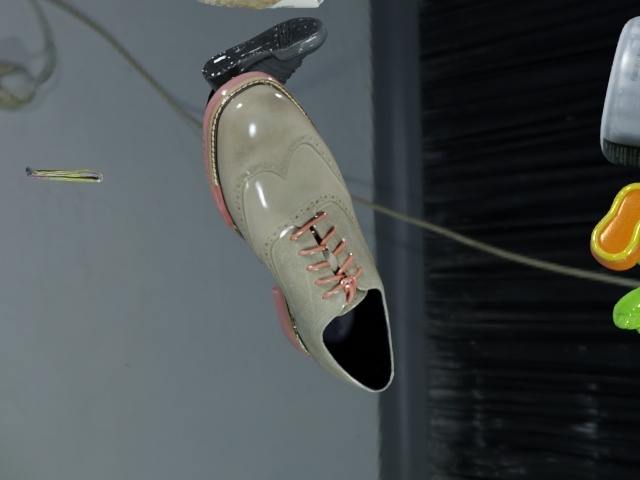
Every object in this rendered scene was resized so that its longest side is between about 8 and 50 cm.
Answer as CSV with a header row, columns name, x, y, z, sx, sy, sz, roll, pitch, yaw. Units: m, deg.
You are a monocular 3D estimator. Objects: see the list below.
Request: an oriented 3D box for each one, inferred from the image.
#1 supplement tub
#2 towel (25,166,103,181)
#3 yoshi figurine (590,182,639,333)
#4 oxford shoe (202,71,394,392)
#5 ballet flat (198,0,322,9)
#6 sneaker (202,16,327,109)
name,x,y,z,sx,sy,sz,roll,pitch,yaw
supplement tub,0.522,-0.165,1.354,0.193,0.316,0.194,12,90,-71
towel,-0.221,-0.057,0.939,0.060,0.083,0.009,1,95,-18
yoshi figurine,0.453,0.078,1.310,0.362,0.203,0.204,34,30,-50
oxford shoe,0.000,0.000,1.018,0.123,0.130,0.348,-36,129,-13
ballet flat,-0.001,-0.196,0.759,0.067,0.206,0.073,43,46,-39
sneaker,-0.059,-0.174,1.181,0.051,0.170,0.089,-97,161,-44
